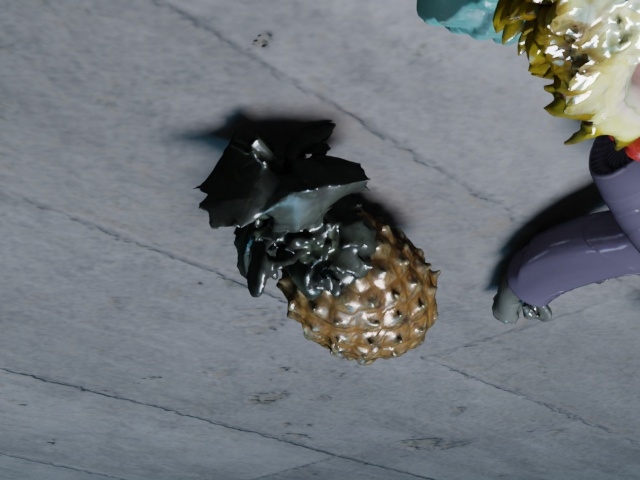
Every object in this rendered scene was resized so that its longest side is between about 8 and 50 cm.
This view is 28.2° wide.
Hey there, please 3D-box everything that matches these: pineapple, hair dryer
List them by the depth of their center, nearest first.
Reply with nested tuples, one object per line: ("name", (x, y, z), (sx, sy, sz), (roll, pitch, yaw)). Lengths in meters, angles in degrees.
("pineapple", (0.000, 0.000, 0.865), (0.111, 0.119, 0.237), (33, 173, 35))
("hair dryer", (0.251, 0.028, 0.946), (0.301, 0.121, 0.361), (34, 158, -20))

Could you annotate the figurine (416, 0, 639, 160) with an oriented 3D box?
("figurine", (0.128, -0.119, 0.623), (0.246, 0.110, 0.138), (17, 150, -31))

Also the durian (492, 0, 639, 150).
("durian", (0.149, -0.152, 0.477), (0.249, 0.138, 0.183), (-55, 159, 24))
